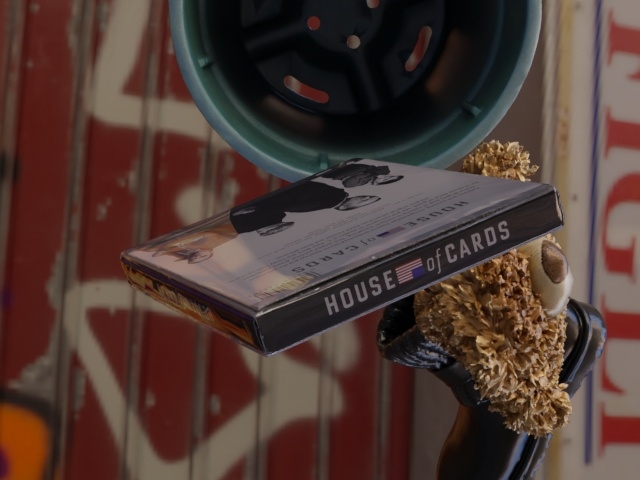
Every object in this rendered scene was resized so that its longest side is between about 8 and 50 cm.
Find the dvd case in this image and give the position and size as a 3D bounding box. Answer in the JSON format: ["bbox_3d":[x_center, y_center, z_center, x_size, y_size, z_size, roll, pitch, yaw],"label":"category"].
[{"bbox_3d":[0.000,0.000,0.751,0.239,0.179,0.029,17,-53,65],"label":"dvd case"}]

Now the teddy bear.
[{"bbox_3d":[0.170,0.046,1.116,0.338,0.113,0.245,56,38,-61],"label":"teddy bear"}]

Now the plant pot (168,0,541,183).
[{"bbox_3d":[0.030,-0.239,1.354,0.334,0.341,0.341,-93,-168,-80],"label":"plant pot"}]

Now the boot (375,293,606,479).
[{"bbox_3d":[0.173,0.183,1.642,0.348,0.260,0.131,-64,-147,14],"label":"boot"}]
